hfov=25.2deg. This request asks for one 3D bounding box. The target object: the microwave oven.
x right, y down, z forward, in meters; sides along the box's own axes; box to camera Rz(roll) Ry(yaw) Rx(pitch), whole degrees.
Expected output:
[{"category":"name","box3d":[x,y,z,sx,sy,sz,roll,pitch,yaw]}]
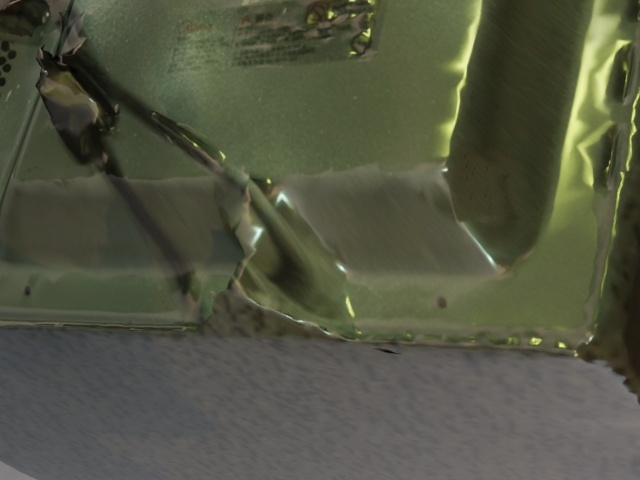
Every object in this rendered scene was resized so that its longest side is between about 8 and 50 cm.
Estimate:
[{"category":"microwave oven","box3d":[0.000,0.000,0.730,0.374,0.432,0.236,47,-129,-49]}]
